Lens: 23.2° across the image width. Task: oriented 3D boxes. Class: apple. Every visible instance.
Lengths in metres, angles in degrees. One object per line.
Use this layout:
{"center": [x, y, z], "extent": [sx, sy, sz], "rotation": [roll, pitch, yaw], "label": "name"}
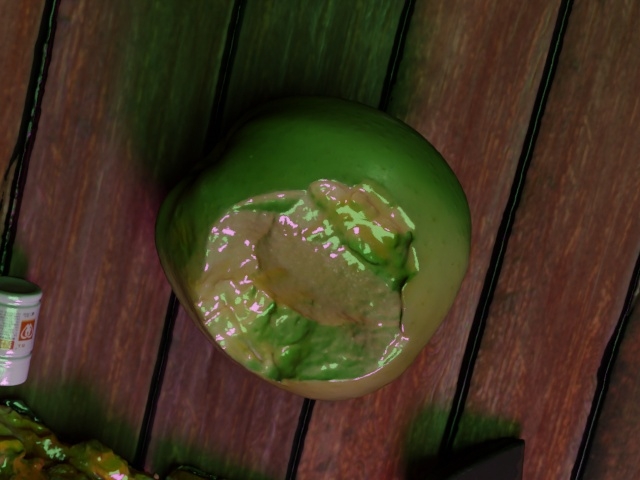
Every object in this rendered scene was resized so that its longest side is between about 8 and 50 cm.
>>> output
{"center": [0.000, 0.000, 1.396], "extent": [0.279, 0.279, 0.279], "rotation": [-6, 109, -18], "label": "apple"}

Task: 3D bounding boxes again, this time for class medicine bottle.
{"center": [-0.287, 0.081, 1.421], "extent": [0.057, 0.057, 0.089], "rotation": [7, 105, -22], "label": "medicine bottle"}

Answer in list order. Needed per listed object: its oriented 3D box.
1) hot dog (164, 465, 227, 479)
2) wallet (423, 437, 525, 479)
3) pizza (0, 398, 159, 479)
{"center": [-0.039, 0.309, 1.579], "extent": [0.289, 0.083, 0.068], "rotation": [30, 115, -25], "label": "hot dog"}
{"center": [0.151, 0.369, 1.662], "extent": [0.165, 0.042, 0.310], "rotation": [-15, 115, -39], "label": "wallet"}
{"center": [-0.278, 0.299, 1.474], "extent": [0.277, 0.114, 0.409], "rotation": [-12, 114, -10], "label": "pizza"}
